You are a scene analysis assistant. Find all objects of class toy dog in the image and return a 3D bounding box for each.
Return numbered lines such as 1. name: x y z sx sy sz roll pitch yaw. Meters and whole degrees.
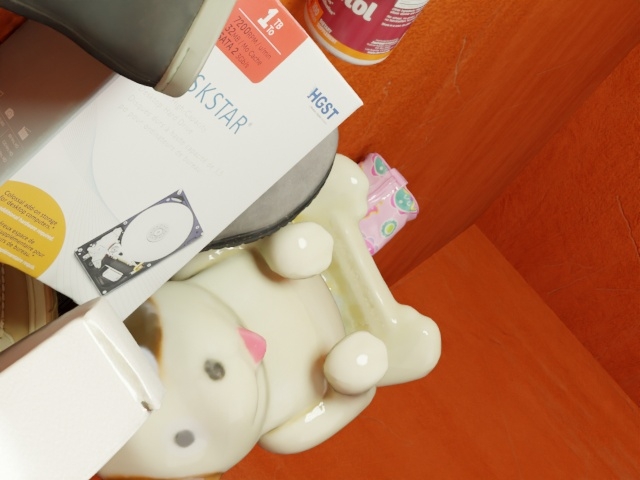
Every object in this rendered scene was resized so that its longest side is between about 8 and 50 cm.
1. toy dog: -0.112 0.103 1.208 0.395 0.284 0.408 -14 -171 24

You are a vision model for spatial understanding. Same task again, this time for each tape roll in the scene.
1. tape roll: -0.267 0.164 0.655 0.392 0.072 0.392 -33 -175 3

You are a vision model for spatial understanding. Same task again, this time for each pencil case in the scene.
1. pencil case: 0.000 0.000 1.612 0.284 0.124 0.124 -36 169 -14

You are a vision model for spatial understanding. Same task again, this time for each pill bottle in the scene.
1. pill bottle: 0.054 -0.220 0.936 0.086 0.086 0.152 -32 166 -42

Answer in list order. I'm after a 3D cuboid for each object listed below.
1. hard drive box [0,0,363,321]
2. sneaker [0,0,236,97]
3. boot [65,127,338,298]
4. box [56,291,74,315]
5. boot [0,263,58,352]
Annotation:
1. hard drive box: -0.115 -0.077 0.743 0.232 0.089 0.181 -43 146 5
2. sneaker: -0.078 -0.195 0.582 0.222 0.118 0.083 -67 -160 -2
3. boot: -0.078 -0.084 0.983 0.338 0.118 0.222 -39 166 -36
4. box: -0.245 0.063 1.222 0.116 0.029 0.162 -41 172 4
5. boot: -0.306 0.100 0.893 0.203 0.262 0.095 1 -172 -8
